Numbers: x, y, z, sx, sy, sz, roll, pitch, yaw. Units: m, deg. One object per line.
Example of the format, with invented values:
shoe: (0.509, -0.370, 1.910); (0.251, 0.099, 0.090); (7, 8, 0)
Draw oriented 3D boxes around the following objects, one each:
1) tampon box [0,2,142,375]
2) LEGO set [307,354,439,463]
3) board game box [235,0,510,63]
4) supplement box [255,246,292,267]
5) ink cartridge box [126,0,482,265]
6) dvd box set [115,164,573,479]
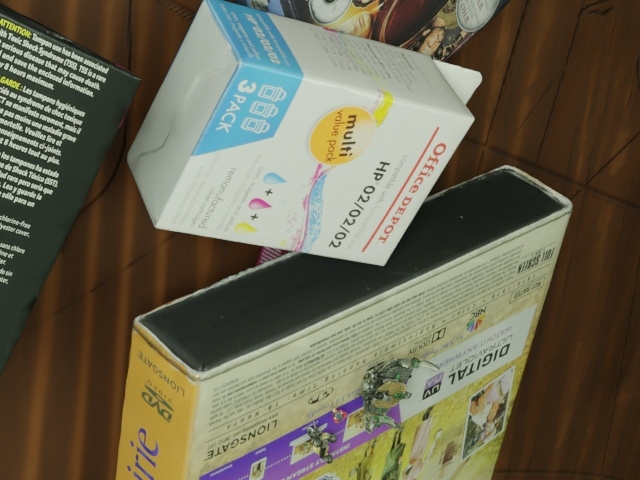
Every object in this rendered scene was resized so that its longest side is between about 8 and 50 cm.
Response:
tampon box: (-0.172, -0.027, 0.608); (0.101, 0.120, 0.161); (23, 95, -54)
LEGO set: (0.026, 0.088, 0.848); (0.083, 0.023, 0.054); (-20, 134, -22)
board game box: (0.020, -0.177, 0.812); (0.165, 0.042, 0.243); (-45, 142, -21)
supplement box: (0.000, 0.000, 0.908); (0.055, 0.043, 0.083); (1, 112, -51)
ink cartridge box: (0.005, -0.050, 0.798); (0.181, 0.061, 0.104); (9, 125, -34)
dvd box set: (-0.002, 0.178, 0.968); (0.307, 0.062, 0.420); (-23, 136, -38)
